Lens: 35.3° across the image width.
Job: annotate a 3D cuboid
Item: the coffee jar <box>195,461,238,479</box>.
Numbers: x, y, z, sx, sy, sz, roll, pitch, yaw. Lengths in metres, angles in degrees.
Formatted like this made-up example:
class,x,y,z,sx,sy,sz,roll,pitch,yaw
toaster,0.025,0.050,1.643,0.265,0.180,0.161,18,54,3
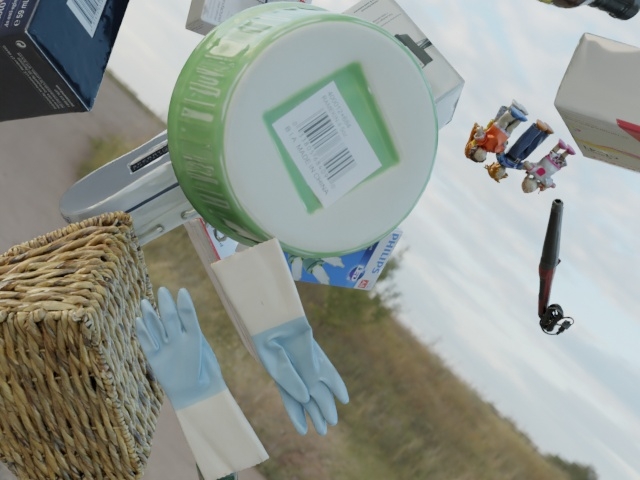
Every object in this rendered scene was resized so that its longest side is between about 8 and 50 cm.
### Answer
class,x,y,z,sx,sy,sz,roll,pitch,yaw
coffee jar,-0.223,0.561,2.238,0.096,0.079,0.184,38,-39,48

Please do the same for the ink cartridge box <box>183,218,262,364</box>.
class,x,y,z,sx,sy,sz,roll,pitch,yaw
ink cartridge box,-0.161,0.078,1.992,0.308,0.091,0.385,65,-11,-6

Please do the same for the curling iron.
class,x,y,z,sx,sy,sz,roll,pitch,yaw
curling iron,0.388,0.046,1.656,0.068,0.035,0.274,22,-47,36

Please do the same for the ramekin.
class,x,y,z,sx,sy,sz,roll,pitch,yaw
ramekin,-0.012,-0.123,1.161,0.303,0.303,0.148,43,-7,-24

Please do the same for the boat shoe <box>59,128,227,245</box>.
class,x,y,z,sx,sy,sz,roll,pitch,yaw
boat shoe,-0.166,-0.072,1.407,0.136,0.367,0.156,52,-11,53

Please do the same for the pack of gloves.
class,x,y,z,sx,sy,sz,roll,pitch,yaw
pack of gloves,-0.087,0.133,1.135,0.046,0.195,0.232,-62,128,-78

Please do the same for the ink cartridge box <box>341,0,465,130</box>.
class,x,y,z,sx,sy,sz,roll,pitch,yaw
ink cartridge box,0.124,-0.270,1.587,0.208,0.087,0.153,52,-12,13

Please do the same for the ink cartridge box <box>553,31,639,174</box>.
class,x,y,z,sx,sy,sz,roll,pitch,yaw
ink cartridge box,0.519,-0.196,1.602,0.226,0.131,0.306,22,-2,25

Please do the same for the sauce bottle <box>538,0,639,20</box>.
class,x,y,z,sx,sy,sz,roll,pitch,yaw
sauce bottle,0.343,-0.414,1.516,0.344,0.111,0.111,15,12,-26

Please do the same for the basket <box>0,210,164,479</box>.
class,x,y,z,sx,sy,sz,roll,pitch,yaw
basket,-0.335,0.141,1.303,0.223,0.214,0.299,-84,167,-54

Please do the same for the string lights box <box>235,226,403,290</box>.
class,x,y,z,sx,sy,sz,roll,pitch,yaw
string lights box,0.000,0.000,1.719,0.260,0.133,0.077,9,29,-37

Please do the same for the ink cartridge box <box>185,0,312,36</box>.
class,x,y,z,sx,sy,sz,roll,pitch,yaw
ink cartridge box,-0.119,-0.402,1.723,0.191,0.139,0.082,15,-7,-26

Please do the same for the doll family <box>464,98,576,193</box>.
class,x,y,z,sx,sy,sz,roll,pitch,yaw
doll family,0.401,-0.198,2.123,0.263,0.163,0.118,27,30,-34

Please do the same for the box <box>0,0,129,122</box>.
class,x,y,z,sx,sy,sz,roll,pitch,yaw
box,-0.478,-0.343,1.532,0.294,0.296,0.182,-5,-35,22
